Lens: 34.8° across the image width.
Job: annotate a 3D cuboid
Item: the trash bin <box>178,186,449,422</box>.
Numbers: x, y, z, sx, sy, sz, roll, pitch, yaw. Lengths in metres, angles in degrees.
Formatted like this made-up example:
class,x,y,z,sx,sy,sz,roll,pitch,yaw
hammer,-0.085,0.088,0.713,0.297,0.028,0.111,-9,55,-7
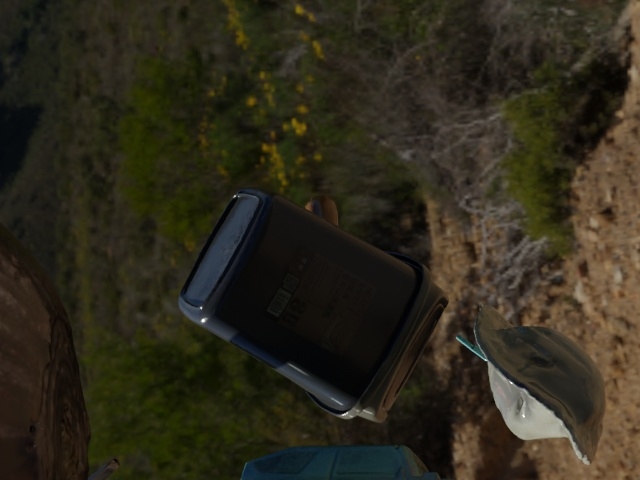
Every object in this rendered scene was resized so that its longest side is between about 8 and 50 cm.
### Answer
class,x,y,z,sx,sy,sz,roll,pitch,yaw
trash bin,-0.001,0.078,1.205,0.209,0.290,0.182,-60,22,-4

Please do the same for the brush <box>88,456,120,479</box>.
class,x,y,z,sx,sy,sz,roll,pitch,yaw
brush,-0.357,0.331,1.181,0.067,0.313,0.072,55,138,-1

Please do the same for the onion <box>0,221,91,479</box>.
class,x,y,z,sx,sy,sz,roll,pitch,yaw
onion,-0.256,0.120,0.504,0.260,0.282,0.336,-169,88,-82

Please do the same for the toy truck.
class,x,y,z,sx,sy,sz,roll,pitch,yaw
toy truck,0.047,0.294,1.007,0.155,0.279,0.156,63,-149,-41

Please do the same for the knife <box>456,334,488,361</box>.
class,x,y,z,sx,sy,sz,roll,pitch,yaw
knife,0.251,0.175,1.661,0.091,0.014,0.005,39,148,54

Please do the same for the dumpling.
class,x,y,z,sx,sy,sz,roll,pitch,yaw
dumpling,0.318,0.216,1.555,0.243,0.227,0.175,21,93,36

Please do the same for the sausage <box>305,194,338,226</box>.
class,x,y,z,sx,sy,sz,roll,pitch,yaw
sausage,0.000,0.000,1.514,0.062,0.054,0.183,-17,55,25
